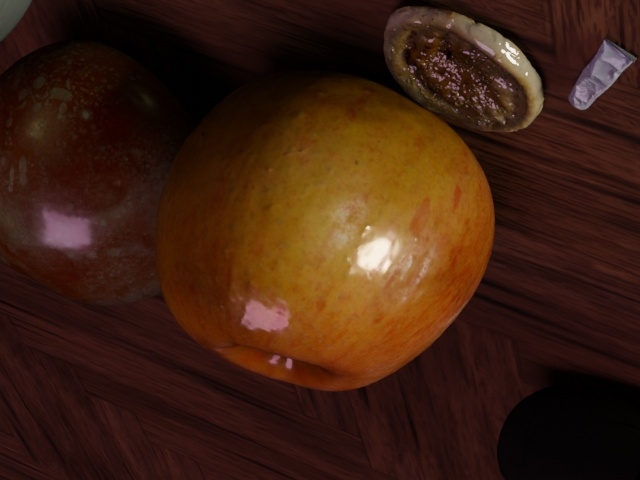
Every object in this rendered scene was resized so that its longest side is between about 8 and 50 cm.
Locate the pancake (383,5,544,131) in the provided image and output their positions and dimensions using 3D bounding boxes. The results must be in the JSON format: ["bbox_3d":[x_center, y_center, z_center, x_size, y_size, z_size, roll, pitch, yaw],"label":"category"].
[{"bbox_3d":[0.116,-0.141,1.658,0.151,0.025,0.151,25,157,12],"label":"pancake"}]

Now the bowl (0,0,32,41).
[{"bbox_3d":[-0.336,-0.277,1.727,0.289,0.146,0.289,7,102,32],"label":"bowl"}]

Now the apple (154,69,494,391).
[{"bbox_3d":[0.000,0.000,1.768,0.299,0.275,0.299,21,155,10],"label":"apple"}]

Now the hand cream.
[{"bbox_3d":[0.220,-0.131,1.575,0.030,0.019,0.093,34,149,-1],"label":"hand cream"}]

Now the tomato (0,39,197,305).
[{"bbox_3d":[-0.225,-0.055,1.928,0.270,0.222,0.270,47,172,9],"label":"tomato"}]

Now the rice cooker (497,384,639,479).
[{"bbox_3d":[0.281,0.225,2.017,0.203,0.142,0.118,17,164,30],"label":"rice cooker"}]
